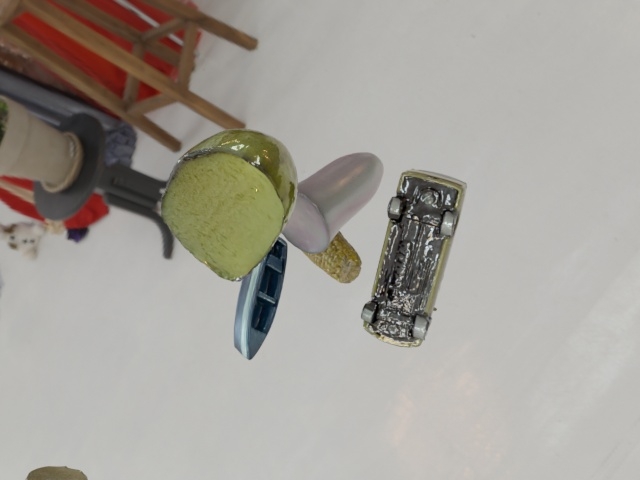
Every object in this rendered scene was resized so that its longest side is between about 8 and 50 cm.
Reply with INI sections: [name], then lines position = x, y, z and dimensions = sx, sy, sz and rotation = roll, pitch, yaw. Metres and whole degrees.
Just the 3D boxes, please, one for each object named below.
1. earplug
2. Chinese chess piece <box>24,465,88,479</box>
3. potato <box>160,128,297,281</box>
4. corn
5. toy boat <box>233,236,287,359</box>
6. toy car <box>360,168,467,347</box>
[earplug]
position = 0.045, -0.120, 1.659
dimensions = 0.172, 0.172, 0.301
rotation = 12, 41, 41
[Chinese chess piece]
position = -0.513, 0.482, 1.353
dimensions = 0.122, 0.122, 0.051
rotation = 15, 95, 41
[potato]
position = -0.107, -0.064, 0.924
dimensions = 0.111, 0.160, 0.271
rotation = -54, 1, -34
[corn]
position = 0.000, 0.000, 1.856
dimensions = 0.119, 0.119, 0.322
rotation = -56, 44, 9
[toy boat]
position = -0.146, 0.131, 1.639
dimensions = 0.062, 0.096, 0.299
rotation = 3, 71, 29
[toy car]
position = 0.142, 0.024, 1.037
dimensions = 0.101, 0.124, 0.256
rotation = 17, 106, 15
